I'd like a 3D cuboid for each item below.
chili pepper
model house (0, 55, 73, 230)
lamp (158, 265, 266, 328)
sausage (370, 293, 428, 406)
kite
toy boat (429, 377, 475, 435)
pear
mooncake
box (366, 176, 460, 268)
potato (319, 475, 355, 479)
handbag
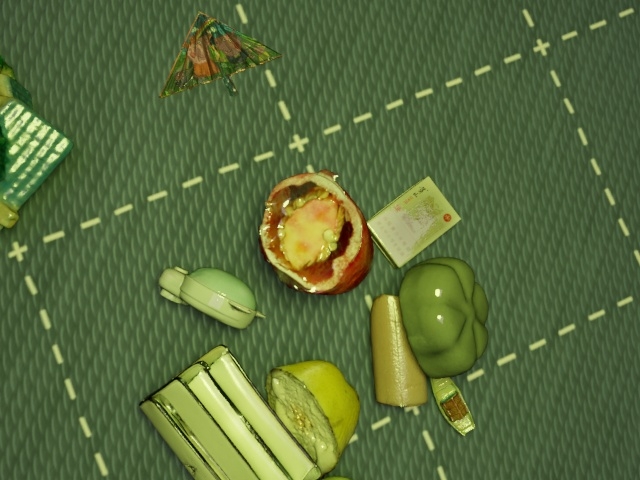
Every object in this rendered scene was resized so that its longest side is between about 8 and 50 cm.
[{"bbox_3d":[0.000,0.000,1.225,0.229,0.305,0.251,-44,78,-1],"label":"chili pepper"},{"bbox_3d":[-0.715,-0.217,1.093,0.342,0.382,0.335,39,83,3],"label":"model house"},{"bbox_3d":[-0.242,0.113,1.229,0.246,0.179,0.108,20,78,16],"label":"lamp"},{"bbox_3d":[0.180,0.249,1.287,0.123,0.123,0.253,-3,85,-7],"label":"sausage"},{"bbox_3d":[-0.264,-0.460,1.356,0.321,0.016,0.234,-21,88,-8],"label":"kite"},{"bbox_3d":[0.310,0.382,1.318,0.065,0.066,0.172,-29,88,-6],"label":"toy boat"},{"bbox_3d":[0.009,0.373,1.233,0.178,0.267,0.267,-21,87,-34],"label":"pear"},{"bbox_3d":[0.282,0.166,1.235,0.135,0.275,0.275,-15,85,34],"label":"mooncake"},{"bbox_3d":[0.222,-0.043,1.352,0.201,0.058,0.141,-38,90,-8],"label":"box"},{"bbox_3d":[0.004,0.600,1.200,0.111,0.272,0.160,25,43,29],"label":"potato"},{"bbox_3d":[-0.206,0.432,1.175,0.358,0.236,0.160,52,42,1],"label":"handbag"}]
